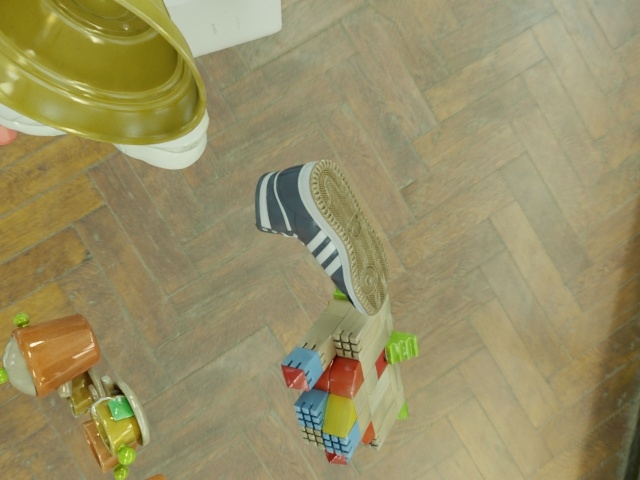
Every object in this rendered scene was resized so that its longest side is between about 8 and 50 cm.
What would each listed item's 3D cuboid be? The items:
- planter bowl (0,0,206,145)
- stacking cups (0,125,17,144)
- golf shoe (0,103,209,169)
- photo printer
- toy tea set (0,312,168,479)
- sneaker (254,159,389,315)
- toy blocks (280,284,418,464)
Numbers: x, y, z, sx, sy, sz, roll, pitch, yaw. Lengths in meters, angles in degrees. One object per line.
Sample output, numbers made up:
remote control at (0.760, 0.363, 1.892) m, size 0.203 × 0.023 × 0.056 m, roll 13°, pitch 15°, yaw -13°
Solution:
planter bowl at (-0.194, -0.174, 0.449) m, size 0.217 × 0.217 × 0.091 m, roll 11°, pitch 69°, yaw -8°
stacking cups at (-0.721, -0.355, 1.155) m, size 0.095 × 0.316 × 0.096 m, roll 3°, pitch 47°, yaw -3°
golf shoe at (-0.279, -0.184, 0.650) m, size 0.306 × 0.140 × 0.115 m, roll 12°, pitch 70°, yaw -18°
photo printer at (-0.244, -0.533, 1.237) m, size 0.307 × 0.256 × 0.107 m, roll -19°, pitch 83°, yaw -6°
toy tea set at (-0.305, 0.239, 0.684) m, size 0.124 × 0.336 × 0.200 m, roll -23°, pitch 132°, yaw -34°
sneaker at (0.000, 0.000, 0.864) m, size 0.099 × 0.153 × 0.282 m, roll -52°, pitch 128°, yaw -37°
toy blocks at (0.052, 0.280, 1.028) m, size 0.190 × 0.261 × 0.382 m, roll 6°, pitch 123°, yaw 31°
